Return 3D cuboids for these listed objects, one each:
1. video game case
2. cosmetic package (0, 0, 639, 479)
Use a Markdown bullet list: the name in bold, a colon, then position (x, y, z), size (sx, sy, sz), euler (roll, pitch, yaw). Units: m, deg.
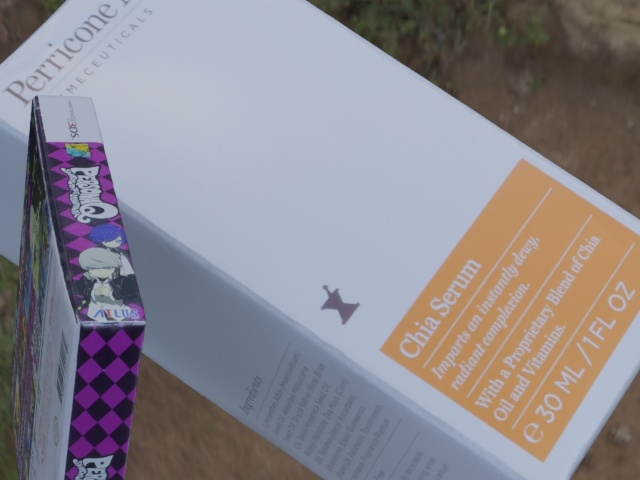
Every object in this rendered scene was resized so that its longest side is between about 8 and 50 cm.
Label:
- **video game case**: position (-0.146, 0.069, 0.998), size (0.042, 0.232, 0.210), euler (-1, 37, -17)
- **cosmetic package**: position (0.000, 0.000, 1.188), size (0.453, 0.161, 0.230), euler (33, 58, 7)
